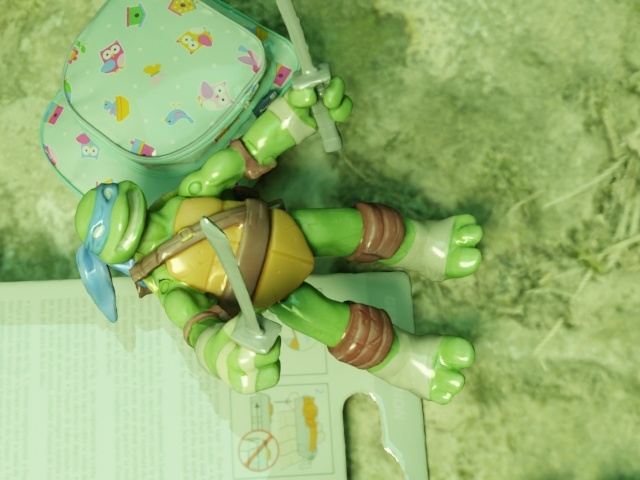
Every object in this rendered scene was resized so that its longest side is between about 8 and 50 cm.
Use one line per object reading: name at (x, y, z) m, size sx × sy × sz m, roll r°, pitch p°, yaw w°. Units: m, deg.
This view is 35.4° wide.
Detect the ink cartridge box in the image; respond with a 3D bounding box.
ink cartridge box at (-0.117, 0.183, 0.732) m, size 0.384 × 0.091 × 0.308 m, roll -2°, pitch 74°, yaw -6°

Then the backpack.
backpack at (-0.115, -0.095, 0.756) m, size 0.165 × 0.144 × 0.188 m, roll 35°, pitch 92°, yaw 13°

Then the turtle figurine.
turtle figurine at (0.000, 0.000, 0.624) m, size 0.275 × 0.266 × 0.198 m, roll -53°, pitch 33°, yaw 31°
